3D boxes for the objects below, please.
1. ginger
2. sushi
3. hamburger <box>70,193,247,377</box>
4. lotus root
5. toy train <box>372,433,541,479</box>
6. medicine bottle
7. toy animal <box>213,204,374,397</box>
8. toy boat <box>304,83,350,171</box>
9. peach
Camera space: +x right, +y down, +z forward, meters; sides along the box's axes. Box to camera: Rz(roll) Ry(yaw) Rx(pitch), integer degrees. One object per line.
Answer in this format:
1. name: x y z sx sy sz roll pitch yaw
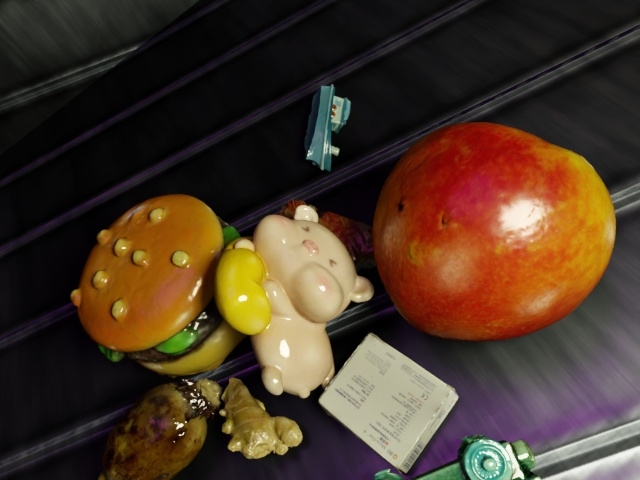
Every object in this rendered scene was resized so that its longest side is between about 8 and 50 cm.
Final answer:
1. ginger: -0.138 0.354 1.036 0.205 0.081 0.115 23 60 37
2. sushi: 0.000 0.000 1.186 0.332 0.130 0.124 21 66 31
3. hamburger: -0.332 0.082 1.200 0.396 0.277 0.396 -13 55 19
4. lotus root: -0.331 0.395 1.072 0.314 0.141 0.169 -44 45 -4
5. toy train: 0.195 0.413 0.795 0.298 0.120 0.194 -24 70 2
6. medicine bottle: 0.116 0.285 0.969 0.201 0.052 0.171 29 75 38
7. toy animal: -0.038 0.097 0.983 0.247 0.277 0.345 -26 71 12
8. toy boat: 0.020 -0.283 1.391 0.098 0.109 0.238 15 66 -15
9. peach: 0.266 -0.006 0.903 0.388 0.388 0.388 -14 53 19
